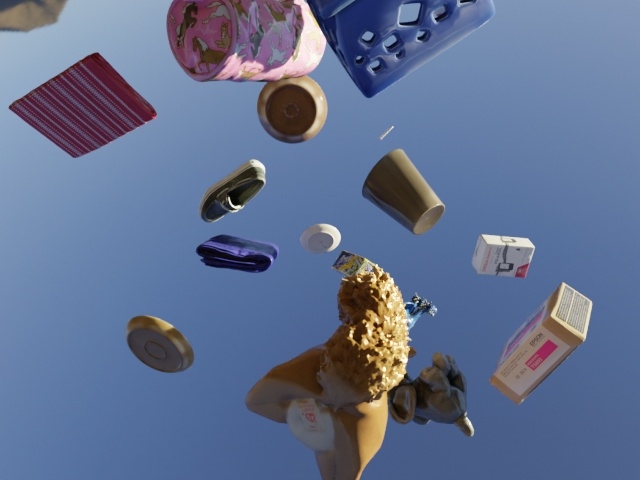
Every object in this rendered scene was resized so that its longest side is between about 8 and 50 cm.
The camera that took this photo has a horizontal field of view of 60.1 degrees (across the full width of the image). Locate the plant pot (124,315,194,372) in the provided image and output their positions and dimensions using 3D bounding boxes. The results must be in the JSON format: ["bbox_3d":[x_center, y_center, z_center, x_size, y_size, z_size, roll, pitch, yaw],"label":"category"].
[{"bbox_3d":[-0.498,0.327,1.685,0.237,0.236,0.032,-5,-147,26],"label":"plant pot"}]

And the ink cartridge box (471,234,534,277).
[{"bbox_3d":[0.545,0.048,1.658,0.151,0.109,0.063,4,-153,-6],"label":"ink cartridge box"}]

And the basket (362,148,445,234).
[{"bbox_3d":[0.267,-0.139,1.732,0.154,0.204,0.227,-8,-132,-45],"label":"basket"}]

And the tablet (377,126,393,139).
[{"bbox_3d":[0.194,-0.323,1.668,0.054,0.006,0.083,-44,-173,6],"label":"tablet"}]

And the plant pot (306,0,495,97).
[{"bbox_3d":[0.082,-0.397,0.811,0.236,0.212,0.235,-32,-121,13],"label":"plant pot"}]

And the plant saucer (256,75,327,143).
[{"bbox_3d":[-0.080,-0.366,1.545,0.199,0.198,0.036,-20,-161,8],"label":"plant saucer"}]

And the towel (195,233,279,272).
[{"bbox_3d":[-0.252,0.044,1.747,0.228,0.076,0.308,11,-173,-1],"label":"towel"}]

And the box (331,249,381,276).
[{"bbox_3d":[0.087,0.070,1.390,0.059,0.054,0.169,-57,-162,-4],"label":"box"}]

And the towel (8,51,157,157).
[{"bbox_3d":[-0.537,-0.298,1.260,0.275,0.199,0.031,-19,-130,23],"label":"towel"}]

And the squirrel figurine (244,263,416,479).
[{"bbox_3d":[0.091,0.257,1.183,0.281,0.396,0.370,37,-146,16],"label":"squirrel figurine"}]

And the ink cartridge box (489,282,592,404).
[{"bbox_3d":[0.505,0.233,1.270,0.088,0.234,0.193,38,-147,14],"label":"ink cartridge box"}]

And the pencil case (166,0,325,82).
[{"bbox_3d":[-0.134,-0.411,1.118,0.160,0.167,0.386,-31,-179,32],"label":"pencil case"}]

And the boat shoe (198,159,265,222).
[{"bbox_3d":[-0.339,-0.166,2.075,0.335,0.121,0.119,-41,-139,23],"label":"boat shoe"}]

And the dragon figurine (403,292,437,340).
[{"bbox_3d":[0.228,0.218,1.670,0.085,0.289,0.143,17,-89,54],"label":"dragon figurine"}]

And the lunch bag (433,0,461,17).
[{"bbox_3d":[0.314,-0.571,1.054,0.303,0.115,0.243,-62,-161,-19],"label":"lunch bag"}]

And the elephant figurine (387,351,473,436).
[{"bbox_3d":[0.227,0.379,1.348,0.240,0.169,0.186,-28,-159,29],"label":"elephant figurine"}]

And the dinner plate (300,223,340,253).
[{"bbox_3d":[0.000,0.000,1.924,0.141,0.141,0.017,-18,-136,11],"label":"dinner plate"}]
